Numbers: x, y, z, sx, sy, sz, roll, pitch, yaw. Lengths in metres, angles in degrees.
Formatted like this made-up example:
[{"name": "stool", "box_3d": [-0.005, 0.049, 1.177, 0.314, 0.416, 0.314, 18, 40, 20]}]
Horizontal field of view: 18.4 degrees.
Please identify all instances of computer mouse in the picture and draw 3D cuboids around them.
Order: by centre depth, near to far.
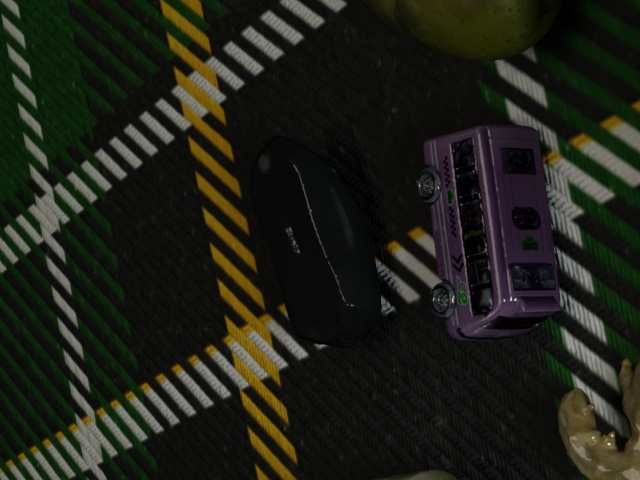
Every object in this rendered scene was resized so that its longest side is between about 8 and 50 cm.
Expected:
[{"name": "computer mouse", "box_3d": [0.000, 0.000, 1.923, 0.122, 0.073, 0.217, -31, 74, 56]}]

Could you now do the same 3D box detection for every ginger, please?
[{"name": "ginger", "box_3d": [0.287, 0.112, 1.513, 0.149, 0.065, 0.259, 53, 130, 22]}]

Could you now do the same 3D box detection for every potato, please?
[{"name": "potato", "box_3d": [0.100, -0.247, 1.681, 0.248, 0.143, 0.169, 39, 167, 31]}]

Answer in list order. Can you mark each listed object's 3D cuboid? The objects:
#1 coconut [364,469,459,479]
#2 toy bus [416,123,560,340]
[{"name": "coconut", "box_3d": [0.071, 0.308, 1.729, 0.236, 0.204, 0.236, -17, 60, 32]}, {"name": "toy bus", "box_3d": [0.147, -0.007, 1.686, 0.098, 0.087, 0.178, -16, 77, 50]}]
